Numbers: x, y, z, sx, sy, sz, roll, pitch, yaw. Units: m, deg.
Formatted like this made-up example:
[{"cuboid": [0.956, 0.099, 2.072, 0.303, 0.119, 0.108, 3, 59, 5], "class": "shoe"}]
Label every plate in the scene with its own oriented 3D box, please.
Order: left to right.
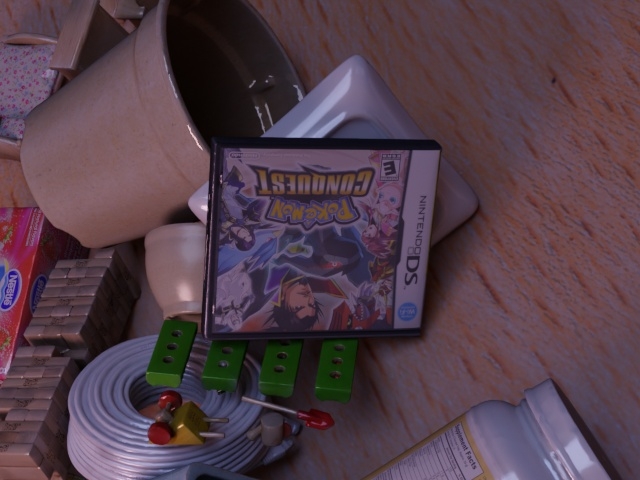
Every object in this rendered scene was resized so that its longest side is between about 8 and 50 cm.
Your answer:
[{"cuboid": [0.027, -0.040, 1.647, 0.277, 0.278, 0.045, -41, 28, 3], "class": "plate"}]

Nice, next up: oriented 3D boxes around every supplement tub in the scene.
[{"cuboid": [0.162, 0.320, 1.435, 0.331, 0.241, 0.241, -34, 58, 7], "class": "supplement tub"}]

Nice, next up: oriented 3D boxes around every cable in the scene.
[{"cuboid": [-0.186, 0.215, 1.665, 0.257, 0.089, 0.257, 29, 43, 35], "class": "cable"}]

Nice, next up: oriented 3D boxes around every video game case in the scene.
[{"cuboid": [0.000, 0.000, 1.605, 0.275, 0.248, 0.035, 0, 21, -14], "class": "video game case"}]

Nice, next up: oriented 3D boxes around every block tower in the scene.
[{"cuboid": [-0.342, 0.165, 1.763, 0.097, 0.091, 0.335, -2, 46, 22], "class": "block tower"}]

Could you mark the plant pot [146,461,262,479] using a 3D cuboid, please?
[{"cuboid": [-0.155, 0.415, 1.550, 0.252, 0.247, 0.248, -18, 60, 39], "class": "plant pot"}]

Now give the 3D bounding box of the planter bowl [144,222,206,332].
[{"cuboid": [-0.149, 0.055, 1.712, 0.162, 0.162, 0.109, -5, 69, 23], "class": "planter bowl"}]

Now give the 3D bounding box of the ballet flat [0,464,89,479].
[{"cuboid": [-0.395, 0.326, 1.771, 0.348, 0.123, 0.123, -3, 67, 25], "class": "ballet flat"}]

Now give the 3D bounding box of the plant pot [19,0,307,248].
[{"cuboid": [-0.220, -0.142, 1.801, 0.305, 0.334, 0.334, -23, 59, 28], "class": "plant pot"}]

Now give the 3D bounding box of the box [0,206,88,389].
[{"cuboid": [-0.427, 0.089, 1.881, 0.128, 0.122, 0.257, -1, 68, 24], "class": "box"}]

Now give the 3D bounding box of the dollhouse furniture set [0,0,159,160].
[{"cuboid": [-0.447, -0.292, 2.032, 0.355, 0.174, 0.303, 7, 70, 27], "class": "dollhouse furniture set"}]

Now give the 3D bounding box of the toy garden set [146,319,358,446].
[{"cuboid": [-0.086, 0.183, 1.597, 0.244, 0.049, 0.204, 5, 33, 4], "class": "toy garden set"}]
